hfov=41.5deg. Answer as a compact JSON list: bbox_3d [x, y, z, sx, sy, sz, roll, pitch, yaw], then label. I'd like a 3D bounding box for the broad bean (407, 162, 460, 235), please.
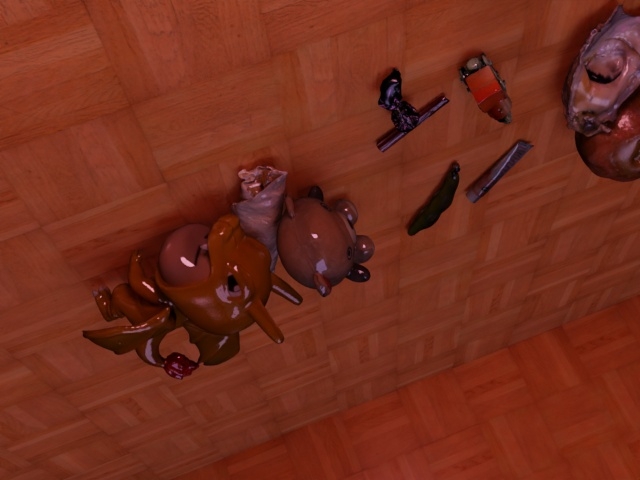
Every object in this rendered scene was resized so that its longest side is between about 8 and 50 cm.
[{"bbox_3d":[0.292,-0.092,2.092,0.060,0.043,0.298,2,145,-22],"label":"broad bean"}]

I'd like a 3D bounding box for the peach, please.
[{"bbox_3d":[0.701,-0.254,1.935,0.214,0.214,0.235,-10,155,-24],"label":"peach"}]

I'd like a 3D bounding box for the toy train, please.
[{"bbox_3d":[0.335,-0.291,1.674,0.074,0.118,0.176,-28,151,16],"label":"toy train"}]

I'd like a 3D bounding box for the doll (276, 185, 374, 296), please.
[{"bbox_3d":[0.000,0.000,1.817,0.174,0.235,0.330,-21,177,13],"label":"doll"}]

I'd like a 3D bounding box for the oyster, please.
[{"bbox_3d":[0.598,-0.362,1.772,0.271,0.100,0.275,-31,130,25],"label":"oyster"}]

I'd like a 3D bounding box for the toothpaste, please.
[{"bbox_3d":[0.437,-0.170,2.075,0.056,0.036,0.205,6,138,-42],"label":"toothpaste"}]

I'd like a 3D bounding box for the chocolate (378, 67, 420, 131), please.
[{"bbox_3d":[0.144,-0.269,1.638,0.070,0.072,0.147,10,160,31],"label":"chocolate"}]

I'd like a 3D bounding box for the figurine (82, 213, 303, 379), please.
[{"bbox_3d":[-0.264,0.133,1.823,0.387,0.268,0.401,-20,146,26],"label":"figurine"}]

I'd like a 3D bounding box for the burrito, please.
[{"bbox_3d":[-0.136,-0.032,1.829,0.117,0.076,0.392,2,149,-5],"label":"burrito"}]

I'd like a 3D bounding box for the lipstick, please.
[{"bbox_3d":[0.191,-0.243,1.751,0.176,0.027,0.027,-36,151,22],"label":"lipstick"}]
